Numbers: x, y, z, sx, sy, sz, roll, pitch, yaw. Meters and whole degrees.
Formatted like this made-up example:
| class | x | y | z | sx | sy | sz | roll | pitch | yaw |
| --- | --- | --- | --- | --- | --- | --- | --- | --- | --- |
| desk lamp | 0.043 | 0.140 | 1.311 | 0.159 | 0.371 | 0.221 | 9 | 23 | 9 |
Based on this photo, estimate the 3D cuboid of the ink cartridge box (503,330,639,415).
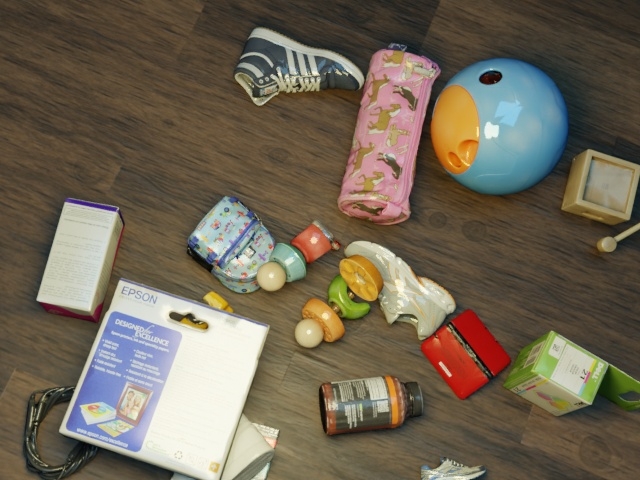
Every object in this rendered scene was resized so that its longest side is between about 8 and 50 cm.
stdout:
| class | x | y | z | sx | sy | sz | roll | pitch | yaw |
| --- | --- | --- | --- | --- | --- | --- | --- | --- | --- |
| ink cartridge box | 0.521 | 0.300 | 1.787 | 0.255 | 0.189 | 0.097 | 30 | 71 | 4 |

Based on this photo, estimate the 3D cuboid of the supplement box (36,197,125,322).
| class | x | y | z | sx | sy | sz | roll | pitch | yaw |
| --- | --- | --- | --- | --- | --- | --- | --- | --- | --- |
| supplement box | -0.480 | 0.042 | 1.812 | 0.114 | 0.111 | 0.220 | 10 | 71 | -2 |

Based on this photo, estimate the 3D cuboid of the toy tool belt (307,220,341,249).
| class | x | y | z | sx | sy | sz | roll | pitch | yaw |
| --- | --- | --- | --- | --- | --- | --- | --- | --- | --- |
| toy tool belt | 0.000 | 0.000 | 1.912 | 0.051 | 0.052 | 0.083 | -46 | 77 | 15 |

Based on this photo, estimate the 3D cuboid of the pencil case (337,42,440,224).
| class | x | y | z | sx | sy | sz | roll | pitch | yaw |
| --- | --- | --- | --- | --- | --- | --- | --- | --- | --- |
| pencil case | 0.148 | -0.222 | 1.929 | 0.160 | 0.167 | 0.386 | 14 | 74 | 0 |

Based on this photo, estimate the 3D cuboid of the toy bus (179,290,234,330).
| class | x | y | z | sx | sy | sz | roll | pitch | yaw |
| --- | --- | --- | --- | --- | --- | --- | --- | --- | --- |
| toy bus | -0.286 | 0.259 | 1.763 | 0.130 | 0.108 | 0.332 | 40 | 73 | 8 |

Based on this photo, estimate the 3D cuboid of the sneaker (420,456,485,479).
| class | x | y | z | sx | sy | sz | roll | pitch | yaw |
| --- | --- | --- | --- | --- | --- | --- | --- | --- | --- |
| sneaker | 0.262 | 0.457 | 1.785 | 0.135 | 0.052 | 0.058 | -8 | 69 | -9 |

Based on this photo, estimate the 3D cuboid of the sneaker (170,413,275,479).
| class | x | y | z | sx | sy | sz | roll | pitch | yaw |
| --- | --- | --- | --- | --- | --- | --- | --- | --- | --- |
| sneaker | -0.250 | 0.434 | 1.726 | 0.292 | 0.108 | 0.169 | -36 | 64 | -11 |

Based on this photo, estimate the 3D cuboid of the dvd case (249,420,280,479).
| class | x | y | z | sx | sy | sz | roll | pitch | yaw |
| --- | --- | --- | --- | --- | --- | --- | --- | --- | --- |
| dvd case | -0.137 | 0.421 | 1.776 | 0.087 | 0.013 | 0.119 | 15 | 71 | 0 |

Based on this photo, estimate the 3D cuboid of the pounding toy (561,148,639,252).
| class | x | y | z | sx | sy | sz | roll | pitch | yaw |
| --- | --- | --- | --- | --- | --- | --- | --- | --- | --- |
| pounding toy | 0.630 | -0.069 | 1.973 | 0.181 | 0.094 | 0.206 | 17 | 81 | -5 |

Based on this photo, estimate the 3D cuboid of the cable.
| class | x | y | z | sx | sy | sz | roll | pitch | yaw |
| --- | --- | --- | --- | --- | --- | --- | --- | --- | --- |
| cable | -0.498 | 0.376 | 1.743 | 0.151 | 0.047 | 0.184 | 3 | 69 | -10 |

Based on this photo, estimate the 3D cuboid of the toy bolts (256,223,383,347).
| class | x | y | z | sx | sy | sz | roll | pitch | yaw |
| --- | --- | --- | --- | --- | --- | --- | --- | --- | --- |
| toy bolts | -0.012 | 0.090 | 1.780 | 0.158 | 0.218 | 0.228 | -39 | 87 | -26 |

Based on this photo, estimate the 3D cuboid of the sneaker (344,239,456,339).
| class | x | y | z | sx | sy | sz | roll | pitch | yaw |
| --- | --- | --- | --- | --- | --- | --- | --- | --- | --- |
| sneaker | 0.147 | 0.104 | 1.865 | 0.262 | 0.099 | 0.121 | 34 | 77 | 7 |

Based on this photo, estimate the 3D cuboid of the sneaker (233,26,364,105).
| class | x | y | z | sx | sy | sz | roll | pitch | yaw |
| --- | --- | --- | --- | --- | --- | --- | --- | --- | --- |
| sneaker | -0.055 | -0.356 | 1.987 | 0.282 | 0.099 | 0.153 | 23 | 67 | 9 |

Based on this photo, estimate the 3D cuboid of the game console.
| class | x | y | z | sx | sy | sz | roll | pitch | yaw |
| --- | --- | --- | --- | --- | --- | --- | --- | --- | --- |
| game console | 0.304 | 0.237 | 1.879 | 0.124 | 0.085 | 0.144 | -41 | 78 | 16 |

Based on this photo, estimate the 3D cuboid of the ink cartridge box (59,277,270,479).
| class | x | y | z | sx | sy | sz | roll | pitch | yaw |
| --- | --- | --- | --- | --- | --- | --- | --- | --- | --- |
| ink cartridge box | -0.283 | 0.261 | 1.673 | 0.304 | 0.072 | 0.307 | 18 | 70 | 1 |

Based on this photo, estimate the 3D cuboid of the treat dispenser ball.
| class | x | y | z | sx | sy | sz | roll | pitch | yaw |
| --- | --- | --- | --- | --- | --- | --- | --- | --- | --- |
| treat dispenser ball | 0.376 | -0.238 | 1.893 | 0.288 | 0.288 | 0.288 | 2 | 72 | -5 |

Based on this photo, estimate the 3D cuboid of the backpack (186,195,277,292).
| class | x | y | z | sx | sy | sz | roll | pitch | yaw |
| --- | --- | --- | --- | --- | --- | --- | --- | --- | --- |
| backpack | -0.170 | 0.016 | 1.850 | 0.173 | 0.117 | 0.158 | 42 | 74 | 5 |

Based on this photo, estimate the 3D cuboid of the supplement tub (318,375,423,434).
| class | x | y | z | sx | sy | sz | roll | pitch | yaw |
| --- | --- | --- | --- | --- | --- | --- | --- | --- | --- |
| supplement tub | 0.100 | 0.325 | 1.782 | 0.198 | 0.106 | 0.106 | -4 | 73 | -8 |
